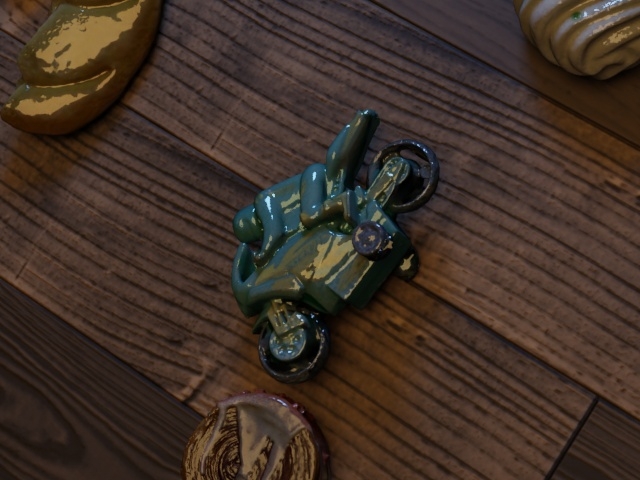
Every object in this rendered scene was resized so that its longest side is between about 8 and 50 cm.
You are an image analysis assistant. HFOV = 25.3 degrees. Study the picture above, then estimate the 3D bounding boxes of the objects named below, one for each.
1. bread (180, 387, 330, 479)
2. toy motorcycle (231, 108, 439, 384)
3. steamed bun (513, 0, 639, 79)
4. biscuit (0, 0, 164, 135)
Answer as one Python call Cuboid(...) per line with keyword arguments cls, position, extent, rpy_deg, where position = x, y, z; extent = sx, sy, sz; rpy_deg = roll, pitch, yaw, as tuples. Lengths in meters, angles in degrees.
Cuboid(cls="bread", position=(-0.066, 0.238, 1.519), extent=(0.160, 0.073, 0.160), rpy_deg=(-4, 77, 17))
Cuboid(cls="toy motorcycle", position=(0.001, -0.002, 1.545), extent=(0.198, 0.109, 0.296), rpy_deg=(39, 92, 28))
Cuboid(cls="steamed bun", position=(0.295, -0.261, 1.514), extent=(0.183, 0.106, 0.183), rpy_deg=(-4, 77, 16))
Cuboid(cls="biscuit", position=(-0.268, -0.261, 1.674), extent=(0.154, 0.045, 0.299), rpy_deg=(14, 89, 1))
